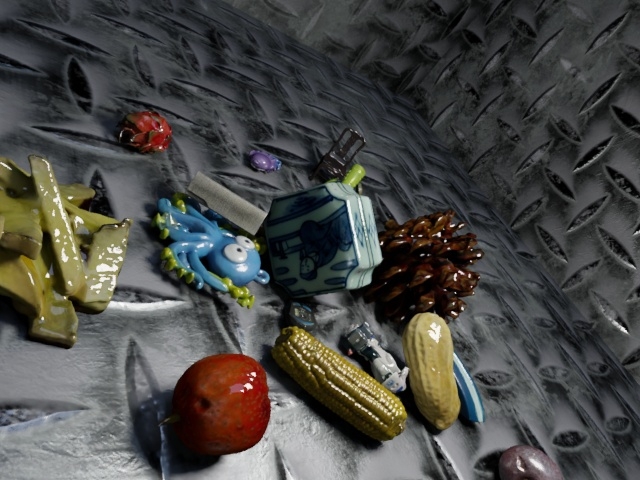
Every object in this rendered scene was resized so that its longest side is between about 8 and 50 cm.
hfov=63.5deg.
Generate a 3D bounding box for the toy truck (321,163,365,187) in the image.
[{"bbox_3d":[0.061,-0.151,1.786,0.148,0.210,0.187,41,47,-2],"label":"toy truck"}]

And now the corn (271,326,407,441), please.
[{"bbox_3d":[0.045,0.329,1.180,0.363,0.120,0.120,38,29,-2],"label":"corn"}]

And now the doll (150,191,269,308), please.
[{"bbox_3d":[-0.260,-0.002,1.279,0.341,0.099,0.346,38,24,-3],"label":"doll"}]

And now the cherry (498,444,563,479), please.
[{"bbox_3d":[0.561,0.625,1.369,0.176,0.140,0.176,33,15,-10],"label":"cherry"}]

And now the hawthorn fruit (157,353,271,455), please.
[{"bbox_3d":[-0.188,0.292,0.909,0.200,0.179,0.179,-10,54,-30],"label":"hawthorn fruit"}]

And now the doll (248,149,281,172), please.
[{"bbox_3d":[-0.187,-0.273,1.784,0.110,0.067,0.206,30,16,9],"label":"doll"}]

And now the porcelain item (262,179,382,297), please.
[{"bbox_3d":[0.000,0.000,1.355,0.157,0.281,0.286,-7,87,-58],"label":"porcelain item"}]

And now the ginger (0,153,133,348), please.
[{"bbox_3d":[-0.489,-0.020,0.927,0.358,0.211,0.413,42,28,-2],"label":"ginger"}]

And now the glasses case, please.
[{"bbox_3d":[-0.240,-0.094,1.321,0.205,0.071,0.047,32,-3,-8],"label":"glasses case"}]

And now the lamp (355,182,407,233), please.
[{"bbox_3d":[0.222,-0.084,1.997,0.283,0.124,0.203,40,8,4],"label":"lamp"}]

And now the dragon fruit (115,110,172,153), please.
[{"bbox_3d":[-0.480,-0.296,1.418,0.142,0.130,0.121,14,72,-42],"label":"dragon fruit"}]

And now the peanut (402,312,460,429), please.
[{"bbox_3d":[0.299,0.346,1.375,0.147,0.147,0.305,7,70,-46],"label":"peanut"}]

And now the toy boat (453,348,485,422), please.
[{"bbox_3d":[0.379,0.399,1.513,0.062,0.096,0.299,-6,56,-43],"label":"toy boat"}]

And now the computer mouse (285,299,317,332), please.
[{"bbox_3d":[-0.055,0.198,1.311,0.079,0.047,0.135,24,21,-17],"label":"computer mouse"}]

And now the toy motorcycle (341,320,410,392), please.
[{"bbox_3d":[0.148,0.314,1.353,0.221,0.102,0.150,48,9,6],"label":"toy motorcycle"}]

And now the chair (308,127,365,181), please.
[{"bbox_3d":[0.067,-0.306,1.961,0.106,0.229,0.113,34,27,-11],"label":"chair"}]

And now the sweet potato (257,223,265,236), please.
[{"bbox_3d":[-0.167,-0.031,1.505,0.095,0.034,0.034,20,33,-14],"label":"sweet potato"}]

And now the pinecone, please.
[{"bbox_3d":[0.299,0.089,1.559,0.398,0.398,0.397,30,31,-20],"label":"pinecone"}]
